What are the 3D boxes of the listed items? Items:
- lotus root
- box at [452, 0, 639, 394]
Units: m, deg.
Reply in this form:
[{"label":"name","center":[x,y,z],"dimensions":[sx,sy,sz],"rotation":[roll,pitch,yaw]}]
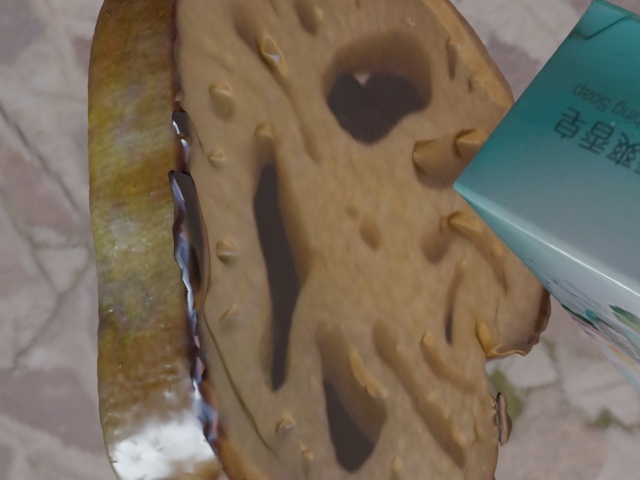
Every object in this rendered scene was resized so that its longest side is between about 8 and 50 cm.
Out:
[{"label":"lotus root","center":[0.000,0.000,1.015],"dimensions":[0.111,0.390,0.375],"rotation":[-7,126,35]},{"label":"box","center":[0.175,0.030,0.674],"dimensions":[0.153,0.092,0.245],"rotation":[32,172,41]}]
